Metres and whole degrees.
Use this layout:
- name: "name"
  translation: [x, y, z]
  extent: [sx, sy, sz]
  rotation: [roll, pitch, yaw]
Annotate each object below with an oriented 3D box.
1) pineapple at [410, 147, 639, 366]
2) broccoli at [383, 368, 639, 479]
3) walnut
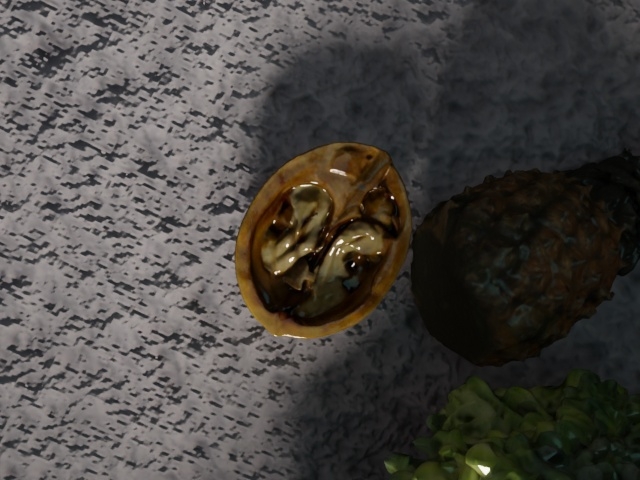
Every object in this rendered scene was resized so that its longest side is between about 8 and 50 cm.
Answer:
- name: "pineapple"
  translation: [0.148, -0.006, 0.480]
  extent: [0.197, 0.108, 0.108]
  rotation: [-27, 94, -20]
- name: "broccoli"
  translation: [0.106, 0.209, 0.399]
  extent: [0.260, 0.235, 0.288]
  rotation: [12, 75, -9]
- name: "walnut"
  translation: [0.000, 0.000, 0.475]
  extent: [0.091, 0.052, 0.121]
  rotation: [35, 84, -5]
